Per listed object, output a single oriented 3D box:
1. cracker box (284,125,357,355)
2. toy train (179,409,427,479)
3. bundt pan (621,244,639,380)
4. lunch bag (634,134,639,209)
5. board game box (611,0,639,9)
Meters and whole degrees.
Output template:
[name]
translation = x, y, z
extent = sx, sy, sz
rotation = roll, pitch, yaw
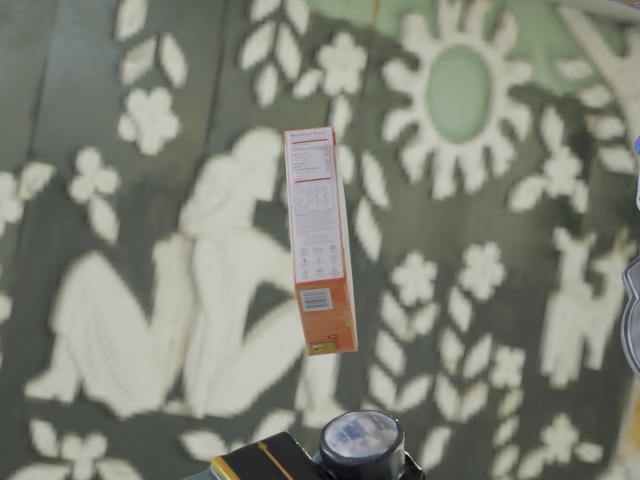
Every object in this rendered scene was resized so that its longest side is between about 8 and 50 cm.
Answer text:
[cracker box]
translation = 0.000, 0.000, 1.956
extent = 0.067, 0.232, 0.156
rotation = -6, -37, 3
[toy train]
translation = -0.004, 0.264, 1.051
extent = 0.190, 0.334, 0.142
rotation = -18, 35, -22
[bundt pan]
translation = 0.423, 0.053, 1.347
extent = 0.331, 0.331, 0.124
rotation = 10, -24, -1
[lunch bag]
translation = 0.518, -0.075, 1.787
extent = 0.303, 0.115, 0.243
rotation = -18, 30, -18
[board game box]
translation = 0.525, -0.382, 1.696
extent = 0.356, 0.356, 0.356
rotation = 18, 6, 2
